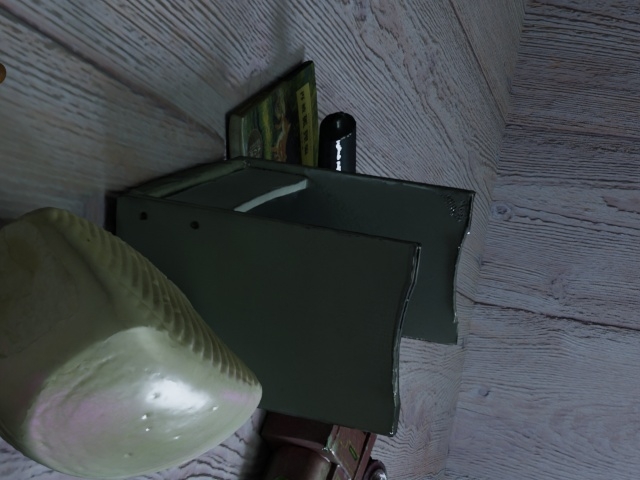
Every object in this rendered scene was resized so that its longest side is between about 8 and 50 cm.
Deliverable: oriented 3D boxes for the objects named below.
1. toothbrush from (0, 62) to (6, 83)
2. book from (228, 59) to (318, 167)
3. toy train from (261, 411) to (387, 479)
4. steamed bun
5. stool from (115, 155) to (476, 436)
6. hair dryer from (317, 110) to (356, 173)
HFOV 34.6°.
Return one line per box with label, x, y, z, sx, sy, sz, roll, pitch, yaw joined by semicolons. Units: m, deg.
toothbrush;-0.259;-0.090;0.530;0.023;0.031;0.321;-56;168;16
book;-0.050;-0.102;1.182;0.228;0.024;0.160;-49;142;-59
toy train;-0.019;0.348;1.330;0.221;0.150;0.304;61;41;-47
steamed bun;-0.160;0.089;0.729;0.152;0.170;0.239;-41;151;-1
stool;-0.019;0.034;0.941;0.243;0.269;0.170;-32;130;-66
hair dryer;0.000;0.000;1.205;0.302;0.116;0.244;89;19;-44
